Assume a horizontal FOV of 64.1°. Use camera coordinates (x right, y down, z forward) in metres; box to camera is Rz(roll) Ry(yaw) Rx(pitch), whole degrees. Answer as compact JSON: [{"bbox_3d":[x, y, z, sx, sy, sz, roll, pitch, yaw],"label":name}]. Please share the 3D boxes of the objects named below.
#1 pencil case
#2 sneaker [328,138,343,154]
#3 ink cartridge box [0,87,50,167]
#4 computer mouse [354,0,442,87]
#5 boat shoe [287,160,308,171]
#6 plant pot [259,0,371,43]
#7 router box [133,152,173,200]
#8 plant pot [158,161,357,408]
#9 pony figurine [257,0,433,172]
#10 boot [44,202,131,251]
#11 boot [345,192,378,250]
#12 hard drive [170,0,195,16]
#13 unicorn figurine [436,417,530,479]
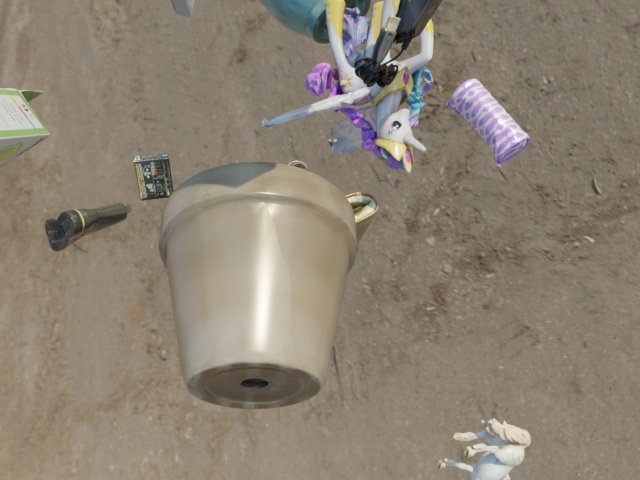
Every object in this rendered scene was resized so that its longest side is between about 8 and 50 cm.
[{"bbox_3d":[0.368,-0.265,1.132,0.088,0.086,0.206,-40,65,17],"label":"pencil case"},{"bbox_3d":[0.057,-0.281,1.491,0.044,0.109,0.040,-24,84,19],"label":"sneaker"},{"bbox_3d":[-0.354,-0.100,0.512,0.109,0.209,0.062,-31,103,6],"label":"ink cartridge box"},{"bbox_3d":[0.128,-0.350,0.763,0.060,0.184,0.262,37,120,7],"label":"computer mouse"},{"bbox_3d":[-0.088,-0.105,1.484,0.095,0.095,0.257,-143,68,-75],"label":"boat shoe"},{"bbox_3d":[0.004,-0.627,1.281,0.293,0.293,0.196,-37,77,28],"label":"plant pot"},{"bbox_3d":[-0.454,-0.173,1.394,0.038,0.092,0.122,-122,29,-52],"label":"router box"},{"bbox_3d":[-0.097,0.091,0.780,0.323,0.323,0.280,-28,47,32],"label":"plant pot"},{"bbox_3d":[0.080,-0.310,1.043,0.351,0.303,0.362,3,92,49],"label":"pony figurine"},{"bbox_3d":[-0.526,-0.033,1.153,0.198,0.137,0.076,-10,98,44],"label":"boot"},{"bbox_3d":[0.000,0.000,1.162,0.236,0.269,0.089,-26,74,-13],"label":"boot"},{"bbox_3d":[-0.267,-0.658,1.052,0.040,0.203,0.307,12,82,-1],"label":"hard drive"},{"bbox_3d":[0.201,0.275,0.624,0.161,0.111,0.060,118,155,-46],"label":"unicorn figurine"}]
